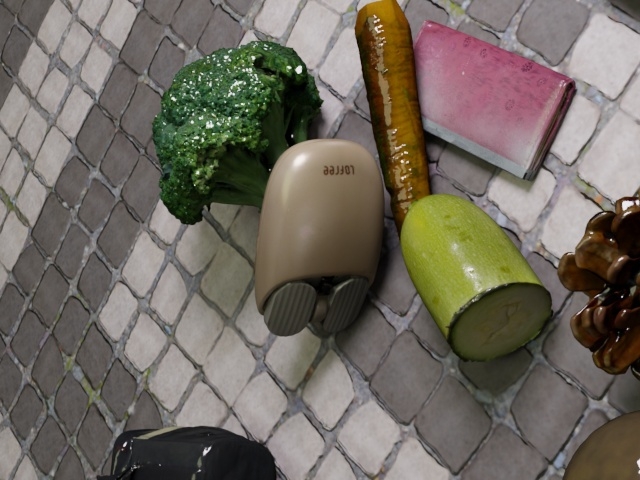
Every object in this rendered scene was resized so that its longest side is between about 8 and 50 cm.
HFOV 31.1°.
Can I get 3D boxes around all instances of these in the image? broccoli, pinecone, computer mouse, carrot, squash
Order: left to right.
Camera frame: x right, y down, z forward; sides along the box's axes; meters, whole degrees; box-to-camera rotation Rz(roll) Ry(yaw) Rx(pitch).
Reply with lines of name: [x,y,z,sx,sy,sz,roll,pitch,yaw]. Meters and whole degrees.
broccoli: [-0.086,-0.106,1.395,0.270,0.270,0.270,46,116,7]
computer mouse: [0.000,0.000,1.309,0.082,0.145,0.236,43,129,55]
carrot: [0.094,-0.117,1.310,0.066,0.066,0.314,-14,84,41]
squash: [0.145,0.026,1.208,0.123,0.123,0.186,-51,48,23]
pinecone: [0.300,0.046,1.021,0.195,0.150,0.179,-110,37,-57]

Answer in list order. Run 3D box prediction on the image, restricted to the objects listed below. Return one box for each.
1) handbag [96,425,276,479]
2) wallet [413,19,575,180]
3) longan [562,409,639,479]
handbag: [-0.164,0.350,1.388,0.181,0.181,0.254,-1,79,37]
wallet: [0.172,-0.162,1.289,0.232,0.025,0.119,34,105,43]
longan: [0.303,0.223,0.984,0.185,0.159,0.204,27,80,30]
